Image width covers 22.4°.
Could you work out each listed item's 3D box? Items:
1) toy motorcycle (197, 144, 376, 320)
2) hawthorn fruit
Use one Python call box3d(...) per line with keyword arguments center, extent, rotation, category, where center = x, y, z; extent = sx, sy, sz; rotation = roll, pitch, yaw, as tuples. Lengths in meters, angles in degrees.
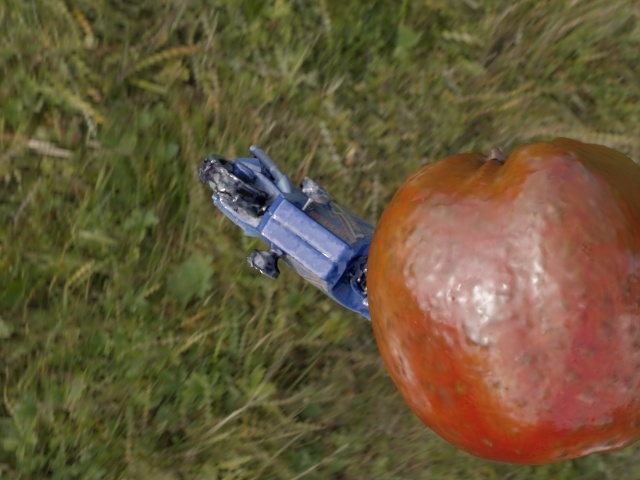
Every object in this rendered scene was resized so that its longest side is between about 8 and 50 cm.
box3d(center=(0.000, 0.000, 1.187), extent=(0.205, 0.114, 0.076), rotation=(36, 97, 10), category="toy motorcycle")
box3d(center=(0.114, 0.033, 0.864), extent=(0.189, 0.189, 0.189), rotation=(3, 76, -11), category="hawthorn fruit")
